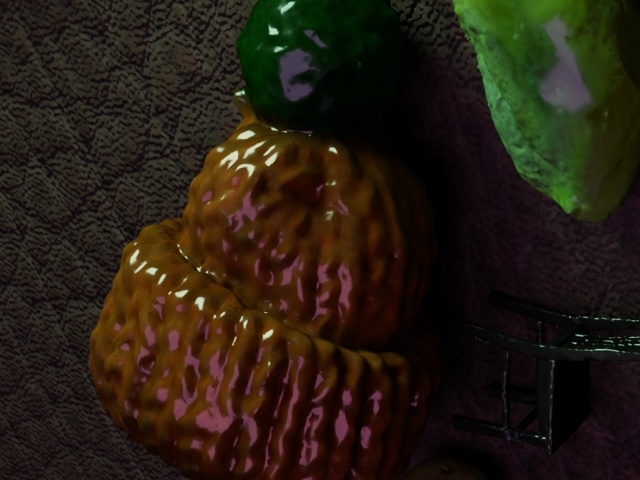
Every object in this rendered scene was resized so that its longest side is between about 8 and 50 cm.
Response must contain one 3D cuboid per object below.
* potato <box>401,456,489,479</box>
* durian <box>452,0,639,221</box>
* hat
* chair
[{"bbox_3d":[0.109,0.268,1.219,0.107,0.080,0.170,10,119,22],"label":"potato"},{"bbox_3d":[0.163,-0.134,0.982,0.139,0.101,0.250,-14,103,38],"label":"durian"},{"bbox_3d":[0.000,0.000,1.118,0.285,0.285,0.400,27,97,22],"label":"hat"},{"bbox_3d":[0.213,0.111,1.076,0.212,0.084,0.101,10,113,30],"label":"chair"}]
